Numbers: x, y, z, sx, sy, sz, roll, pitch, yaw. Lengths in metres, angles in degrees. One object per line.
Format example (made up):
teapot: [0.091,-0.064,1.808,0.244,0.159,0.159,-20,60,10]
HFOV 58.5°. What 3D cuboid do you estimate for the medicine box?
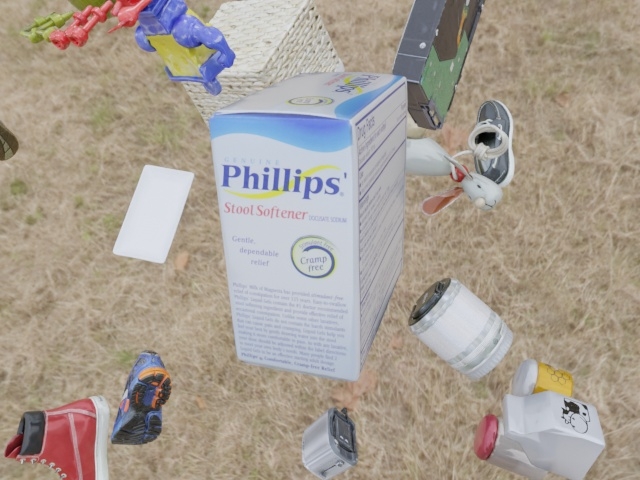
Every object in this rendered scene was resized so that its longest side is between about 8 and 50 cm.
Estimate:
medicine box: [0.007,-0.035,0.681,0.149,0.289,0.263,5,25,17]

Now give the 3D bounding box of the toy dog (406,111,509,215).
toy dog: [0.262,-0.172,1.359,0.333,0.220,0.161,18,40,25]

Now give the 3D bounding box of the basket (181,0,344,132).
basket: [-0.161,-0.469,1.591,0.331,0.266,0.328,11,61,30]

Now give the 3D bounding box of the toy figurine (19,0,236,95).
toy figurine: [-0.242,-0.279,0.833,0.362,0.217,0.191,15,67,43]

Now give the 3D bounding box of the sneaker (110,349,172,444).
sneaker: [-0.314,0.283,1.010,0.221,0.083,0.087,-60,32,27]

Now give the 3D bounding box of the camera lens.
camera lens: [0.429,0.268,1.788,0.274,0.219,0.219,41,76,0]

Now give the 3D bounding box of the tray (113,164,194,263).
tray: [-0.440,-0.070,1.527,0.145,0.030,0.270,11,68,5]

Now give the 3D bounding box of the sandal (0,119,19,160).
sandal: [-0.788,-0.265,1.367,0.072,0.180,0.049,-32,58,-11]

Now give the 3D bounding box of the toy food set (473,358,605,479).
toy food set: [0.129,0.170,0.413,0.104,0.111,0.232,19,30,6]

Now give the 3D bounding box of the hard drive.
hard drive: [0.230,-0.402,1.059,0.064,0.237,0.339,16,87,24]

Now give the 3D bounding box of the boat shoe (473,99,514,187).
boat shoe: [0.495,-0.299,1.667,0.091,0.114,0.303,18,54,-27]

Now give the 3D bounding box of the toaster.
toaster: [0.026,0.636,1.797,0.146,0.129,0.227,-41,23,18]

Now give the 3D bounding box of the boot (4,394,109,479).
boot: [-0.496,0.426,1.074,0.088,0.176,0.244,9,99,47]
